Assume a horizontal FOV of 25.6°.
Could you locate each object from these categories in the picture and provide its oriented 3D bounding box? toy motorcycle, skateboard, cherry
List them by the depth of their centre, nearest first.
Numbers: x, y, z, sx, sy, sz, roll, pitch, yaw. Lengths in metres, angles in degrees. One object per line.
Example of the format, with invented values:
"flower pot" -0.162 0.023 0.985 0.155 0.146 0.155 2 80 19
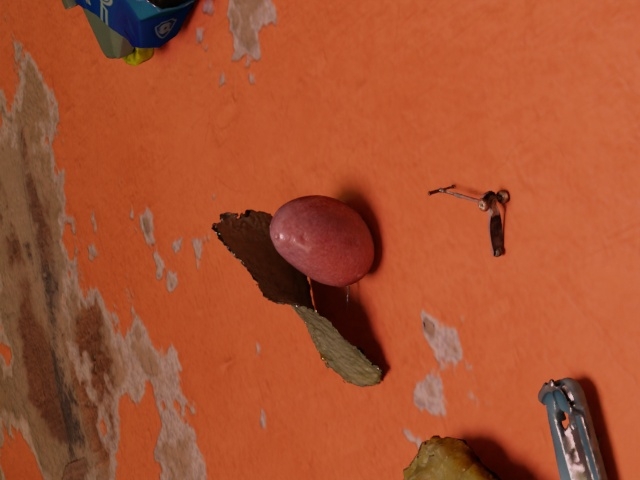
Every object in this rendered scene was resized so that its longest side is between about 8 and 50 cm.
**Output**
"skateboard" 0.139 -0.024 1.314 0.083 0.032 0.064 25 129 51
"cherry" 0.005 -0.001 1.466 0.106 0.087 0.126 34 175 21
"toy motorcycle" -0.232 -0.360 1.703 0.200 0.191 0.326 21 131 51

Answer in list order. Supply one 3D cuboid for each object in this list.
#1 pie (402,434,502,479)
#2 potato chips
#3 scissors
"pie" 0.135 0.364 1.337 0.288 0.103 0.354 172 89 -67
"potato chips" -0.020 0.066 1.516 0.059 0.167 0.228 -38 61 7
"scissors" 0.247 0.310 1.220 0.180 0.032 0.393 -16 86 59
